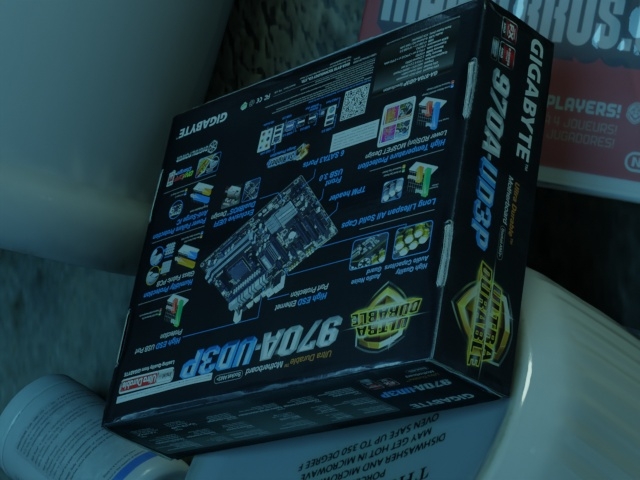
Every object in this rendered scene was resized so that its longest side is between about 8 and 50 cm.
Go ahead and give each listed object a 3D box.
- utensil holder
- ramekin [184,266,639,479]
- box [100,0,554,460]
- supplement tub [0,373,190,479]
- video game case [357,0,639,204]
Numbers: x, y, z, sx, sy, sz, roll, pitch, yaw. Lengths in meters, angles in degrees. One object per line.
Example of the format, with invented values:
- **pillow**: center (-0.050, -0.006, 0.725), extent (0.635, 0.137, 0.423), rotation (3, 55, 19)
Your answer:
- **utensil holder**: center (-0.190, -0.208, 1.025), extent (0.328, 0.328, 0.385), rotation (16, 91, 33)
- **ramekin**: center (0.048, 0.126, 0.869), extent (0.273, 0.127, 0.273), rotation (-34, 31, 24)
- **box**: center (0.000, 0.000, 0.867), extent (0.220, 0.051, 0.175), rotation (-17, 54, 44)
- **supplement tub**: center (-0.131, 0.132, 1.091), extent (0.107, 0.071, 0.071), rotation (34, 102, 31)
- **video game case**: center (0.123, -0.166, 0.890), extent (0.204, 0.025, 0.285), rotation (12, 92, 33)
